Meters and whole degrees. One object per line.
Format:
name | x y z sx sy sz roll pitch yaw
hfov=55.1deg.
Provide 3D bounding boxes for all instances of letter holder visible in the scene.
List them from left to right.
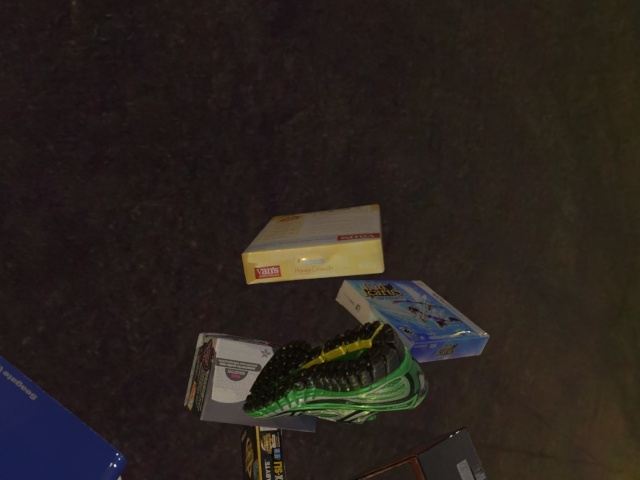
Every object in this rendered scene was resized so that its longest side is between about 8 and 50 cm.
letter holder | 0.203 0.533 1.319 0.302 0.214 0.152 8 56 -58

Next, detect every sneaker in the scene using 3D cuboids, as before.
sneaker | 0.011 0.242 0.966 0.146 0.344 0.134 50 44 -22

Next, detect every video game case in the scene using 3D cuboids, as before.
video game case | 0.211 0.176 1.403 0.270 0.244 0.061 3 116 -41

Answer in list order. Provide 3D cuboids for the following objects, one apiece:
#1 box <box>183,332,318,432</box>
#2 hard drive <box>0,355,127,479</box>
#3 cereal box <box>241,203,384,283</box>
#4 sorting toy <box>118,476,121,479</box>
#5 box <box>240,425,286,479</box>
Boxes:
box | -0.128 0.288 1.254 0.247 0.142 0.163 15 80 -25
hard drive | -0.300 0.212 0.488 0.040 0.210 0.318 -47 -174 11
cereal box | 0.000 0.000 0.850 0.240 0.173 0.047 -69 152 -75
sorting toy | -0.486 0.520 1.384 0.045 0.075 0.083 100 -15 -62
box | -0.171 0.651 1.790 0.322 0.079 0.257 115 -30 -56
